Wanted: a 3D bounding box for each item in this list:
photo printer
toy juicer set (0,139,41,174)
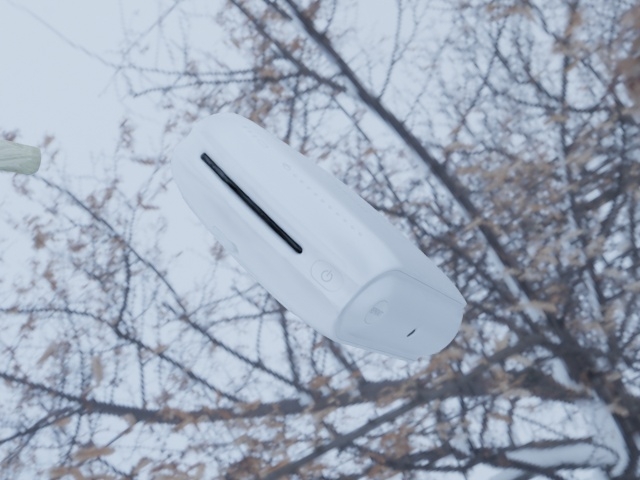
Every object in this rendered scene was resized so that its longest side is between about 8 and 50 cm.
[{"bbox_3d":[0.000,0.000,0.998,0.256,0.107,0.307,44,-173,25],"label":"photo printer"},{"bbox_3d":[-0.344,0.025,0.843,0.209,0.090,0.329,59,-144,-64],"label":"toy juicer set"}]
